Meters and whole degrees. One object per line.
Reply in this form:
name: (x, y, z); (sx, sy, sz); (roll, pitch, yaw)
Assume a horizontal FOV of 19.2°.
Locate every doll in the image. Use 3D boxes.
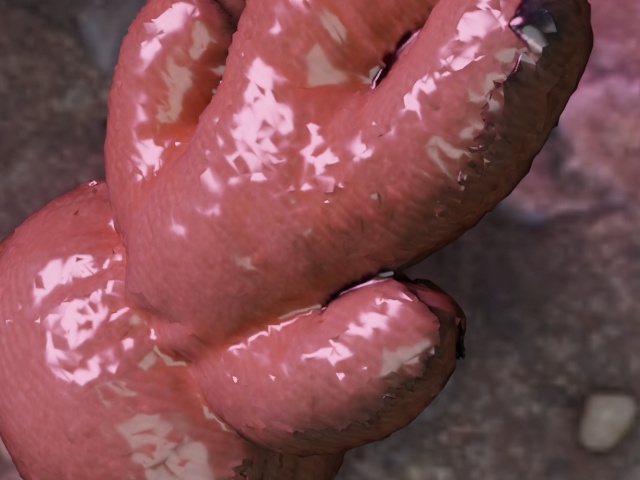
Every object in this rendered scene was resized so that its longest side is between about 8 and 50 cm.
doll: (0.000, 0.000, 0.696); (0.303, 0.156, 0.201); (-46, 56, 29)
